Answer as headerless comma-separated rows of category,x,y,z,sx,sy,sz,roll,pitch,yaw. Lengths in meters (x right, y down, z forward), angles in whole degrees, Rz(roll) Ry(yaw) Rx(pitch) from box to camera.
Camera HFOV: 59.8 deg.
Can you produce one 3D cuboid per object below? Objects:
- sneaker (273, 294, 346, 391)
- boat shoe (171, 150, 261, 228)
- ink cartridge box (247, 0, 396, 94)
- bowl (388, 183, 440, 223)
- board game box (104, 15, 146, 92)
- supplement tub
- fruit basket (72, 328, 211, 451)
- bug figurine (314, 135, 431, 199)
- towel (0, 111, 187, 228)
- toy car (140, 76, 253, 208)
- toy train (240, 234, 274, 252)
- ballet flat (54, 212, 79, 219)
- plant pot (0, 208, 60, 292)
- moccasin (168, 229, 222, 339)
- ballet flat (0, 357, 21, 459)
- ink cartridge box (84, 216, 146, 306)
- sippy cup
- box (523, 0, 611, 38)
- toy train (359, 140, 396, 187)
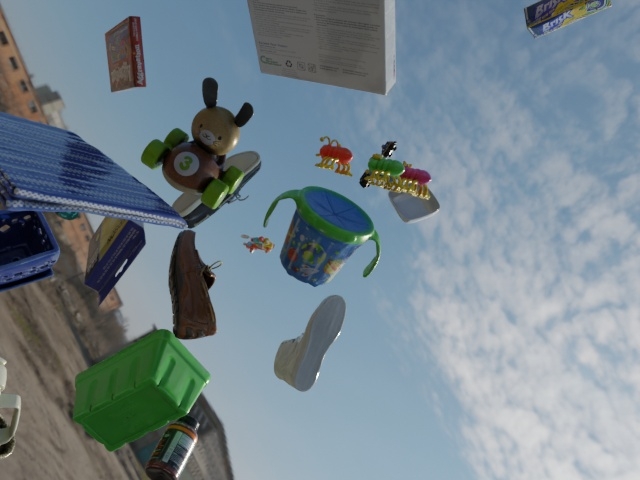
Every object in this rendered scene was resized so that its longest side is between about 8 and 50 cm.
sneaker,-0.044,0.284,1.639,0.108,0.292,0.169,36,-18,-27
boat shoe,-0.244,-0.122,1.374,0.095,0.255,0.079,43,-9,44
ink cartridge box,-0.003,-0.483,1.165,0.325,0.071,0.330,17,-39,22
bowl,0.302,-0.116,1.815,0.053,0.142,0.142,91,-25,-53
board game box,-0.455,-0.422,1.290,0.281,0.027,0.144,19,-64,58
supplement tub,-0.440,0.628,1.685,0.106,0.197,0.105,8,-54,12
fruit basket,-0.534,0.428,1.736,0.282,0.392,0.392,56,-19,-25
bug figurine,0.129,-0.160,1.245,0.216,0.279,0.072,20,-84,40
towel,-0.369,-0.103,0.759,0.336,0.243,0.040,34,-76,34
toy car,-0.196,-0.182,0.985,0.155,0.149,0.188,34,-60,-2
toy train,-0.236,0.021,2.045,0.166,0.125,0.046,72,23,-77
ballet flat,-0.722,-0.103,1.526,0.052,0.057,0.168,48,-4,15
plant pot,-1.091,0.039,1.989,0.235,0.236,0.212,54,-39,18
moccasin,-0.370,0.120,1.657,0.379,0.147,0.139,-112,-146,-44
ballet flat,-0.678,0.299,1.069,0.482,0.182,0.163,106,-14,-46
ink cartridge box,-0.667,0.005,1.800,0.303,0.072,0.307,-48,-145,22
sippy cup,0.000,0.000,1.584,0.305,0.240,0.224,43,-60,26
box,0.547,-0.520,1.241,0.169,0.054,0.059,-16,-113,38
toy train,0.156,-0.212,1.530,0.036,0.027,0.158,45,-64,19
